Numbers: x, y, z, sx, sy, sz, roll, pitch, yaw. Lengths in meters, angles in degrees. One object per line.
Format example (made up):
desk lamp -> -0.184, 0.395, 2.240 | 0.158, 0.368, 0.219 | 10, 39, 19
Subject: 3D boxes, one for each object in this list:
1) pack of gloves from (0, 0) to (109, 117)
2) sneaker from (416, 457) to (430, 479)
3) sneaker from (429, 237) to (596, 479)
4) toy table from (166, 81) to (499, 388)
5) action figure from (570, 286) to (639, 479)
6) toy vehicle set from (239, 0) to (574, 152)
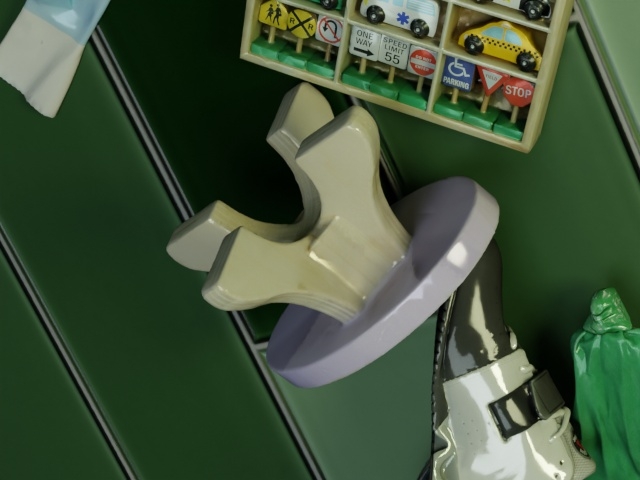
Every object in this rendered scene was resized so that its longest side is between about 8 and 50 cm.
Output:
pack of gloves -> -0.287, -0.241, 1.575 | 0.195, 0.046, 0.232 | 35, 127, 3
sneaker -> 0.114, 0.322, 1.671 | 0.129, 0.111, 0.297 | 27, 128, 3
sneaker -> 0.165, 0.153, 1.517 | 0.146, 0.122, 0.330 | 1, 98, 7
toy table -> 0.000, 0.000, 1.465 | 0.161, 0.252, 0.274 | 39, 124, -19
action figure -> 0.267, 0.142, 1.511 | 0.137, 0.063, 0.232 | -1, 121, 29
toy vehicle set -> 0.068, -0.188, 1.432 | 0.267, 0.035, 0.166 | 19, 125, 16
